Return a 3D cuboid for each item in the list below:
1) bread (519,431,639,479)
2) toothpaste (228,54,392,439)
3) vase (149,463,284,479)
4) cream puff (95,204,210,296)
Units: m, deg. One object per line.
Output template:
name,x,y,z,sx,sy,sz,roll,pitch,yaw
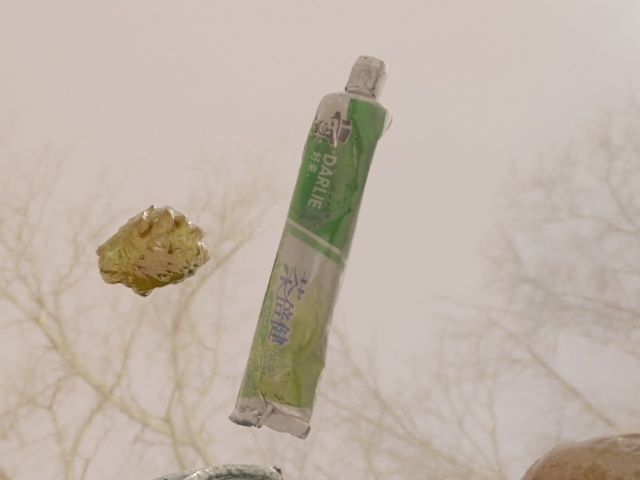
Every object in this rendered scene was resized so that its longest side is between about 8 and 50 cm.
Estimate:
bread,0.218,0.233,0.783,0.123,0.230,0.230,-7,-71,-32
toothpaste,0.000,0.000,0.748,0.046,0.078,0.248,25,-104,-39
vase,-0.181,0.344,0.978,0.445,0.250,0.250,-10,-71,-46
cream puff,-0.129,0.005,0.911,0.083,0.083,0.058,-53,28,35
